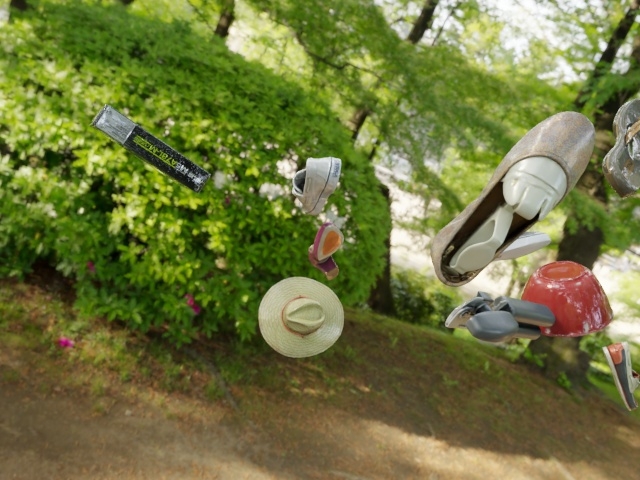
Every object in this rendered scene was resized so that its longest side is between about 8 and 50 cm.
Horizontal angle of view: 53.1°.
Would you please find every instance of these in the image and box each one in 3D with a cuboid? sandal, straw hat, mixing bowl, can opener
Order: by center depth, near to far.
[{"bbox_3d":[0.491,-0.149,0.983,0.090,0.060,0.219,47,51,-6],"label":"sandal"},{"bbox_3d":[-0.026,0.121,1.040,0.145,0.144,0.061,23,-13,-6],"label":"straw hat"},{"bbox_3d":[0.324,0.149,1.103,0.284,0.076,0.095,13,36,-42],"label":"can opener"},{"bbox_3d":[0.479,0.102,1.268,0.182,0.098,0.181,-10,20,4],"label":"mixing bowl"}]

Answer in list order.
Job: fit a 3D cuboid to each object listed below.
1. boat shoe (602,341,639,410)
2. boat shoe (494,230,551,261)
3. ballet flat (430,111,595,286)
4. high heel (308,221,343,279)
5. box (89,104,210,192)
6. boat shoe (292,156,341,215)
[{"bbox_3d":[0.543,0.242,1.139,0.049,0.043,0.137,-69,136,-71],"label":"boat shoe"},{"bbox_3d":[0.495,0.001,1.806,0.302,0.102,0.108,-12,-22,-4],"label":"boat shoe"},{"bbox_3d":[0.271,-0.040,0.915,0.108,0.316,0.106,33,34,-4],"label":"ballet flat"},{"bbox_3d":[0.000,0.000,1.637,0.117,0.082,0.244,53,-11,27],"label":"high heel"},{"bbox_3d":[-0.285,-0.150,1.054,0.191,0.045,0.184,35,-7,-23],"label":"box"},{"bbox_3d":[-0.022,-0.128,1.439,0.084,0.095,0.258,10,-21,-10],"label":"boat shoe"}]
